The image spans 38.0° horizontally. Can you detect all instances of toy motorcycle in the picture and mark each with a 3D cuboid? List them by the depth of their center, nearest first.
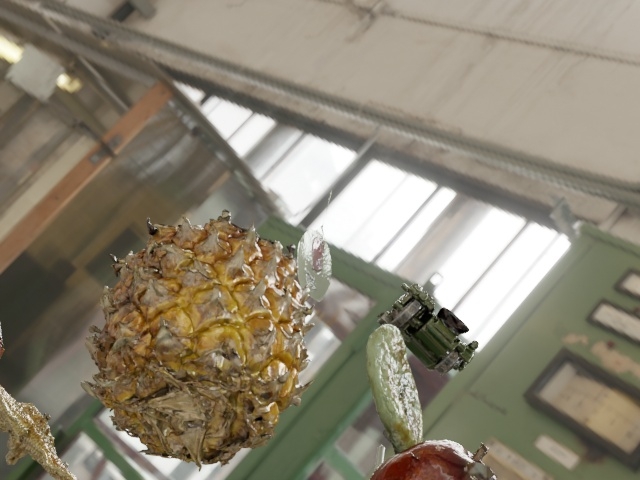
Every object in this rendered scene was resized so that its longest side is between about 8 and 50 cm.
[{"bbox_3d":[0.220,0.193,1.955,0.205,0.127,0.275,44,-14,5],"label":"toy motorcycle"}]

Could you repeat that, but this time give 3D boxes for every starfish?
[{"bbox_3d":[-0.530,0.371,1.719,0.301,0.084,0.293,45,-31,-1],"label":"starfish"}]

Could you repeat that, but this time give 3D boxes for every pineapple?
[{"bbox_3d":[-0.180,0.155,1.374,0.352,0.352,0.300,49,29,-27],"label":"pineapple"}]

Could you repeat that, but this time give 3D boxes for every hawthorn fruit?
[{"bbox_3d":[0.164,0.364,1.324,0.185,0.202,0.185,44,4,-4],"label":"hawthorn fruit"}]

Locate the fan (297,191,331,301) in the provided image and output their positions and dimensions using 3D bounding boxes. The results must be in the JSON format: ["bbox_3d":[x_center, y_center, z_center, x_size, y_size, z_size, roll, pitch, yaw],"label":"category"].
[{"bbox_3d":[0.001,0.000,2.320,0.010,0.310,0.182,-4,-33,27],"label":"fan"}]

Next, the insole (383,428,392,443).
[{"bbox_3d":[0.196,0.474,2.063,0.152,0.053,0.002,42,-56,19],"label":"insole"}]

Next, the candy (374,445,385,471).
[{"bbox_3d":[0.104,0.548,1.807,0.124,0.365,0.124,6,-51,7],"label":"candy"}]

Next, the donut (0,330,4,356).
[{"bbox_3d":[-0.541,0.147,1.240,0.235,0.235,0.089,42,-22,5],"label":"donut"}]

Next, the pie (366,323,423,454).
[{"bbox_3d":[0.136,0.270,1.661,0.240,0.054,0.241,-15,90,-75],"label":"pie"}]
